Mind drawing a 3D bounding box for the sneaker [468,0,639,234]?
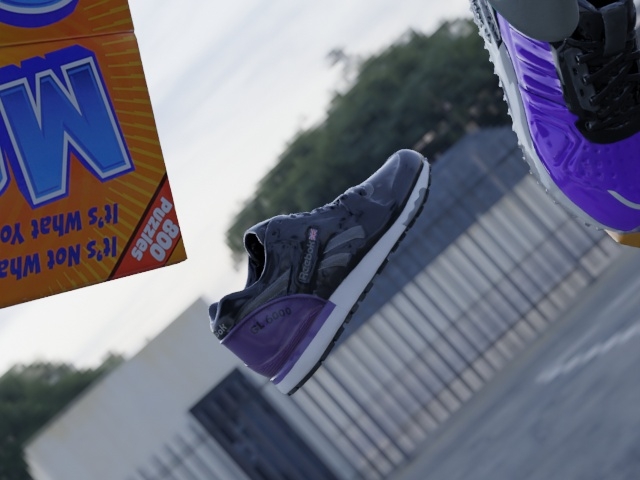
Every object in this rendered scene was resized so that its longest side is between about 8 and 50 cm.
[{"bbox_3d":[0.217,-0.146,1.374,0.102,0.293,0.146,-25,-4,-22],"label":"sneaker"}]

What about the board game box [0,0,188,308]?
[{"bbox_3d":[-0.378,-0.100,1.241,0.357,0.356,0.356,-14,2,-44],"label":"board game box"}]

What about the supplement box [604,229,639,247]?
[{"bbox_3d":[0.300,-0.065,1.676,0.233,0.080,0.078,-125,48,-63],"label":"supplement box"}]

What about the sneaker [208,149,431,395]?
[{"bbox_3d":[0.000,0.000,1.589,0.283,0.124,0.107,-56,6,-27],"label":"sneaker"}]

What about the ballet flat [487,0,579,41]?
[{"bbox_3d":[0.106,-0.224,1.042,0.072,0.213,0.068,-24,-9,-29],"label":"ballet flat"}]
